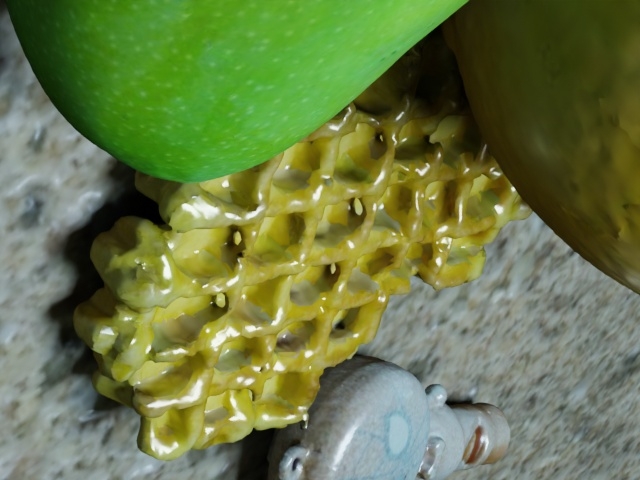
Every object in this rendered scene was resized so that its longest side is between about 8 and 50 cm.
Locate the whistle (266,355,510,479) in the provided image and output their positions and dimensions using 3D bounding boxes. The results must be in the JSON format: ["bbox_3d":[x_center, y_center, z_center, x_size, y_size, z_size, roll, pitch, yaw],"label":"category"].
[{"bbox_3d":[0.038,0.113,1.028,0.220,0.057,0.107,0,109,-55],"label":"whistle"}]

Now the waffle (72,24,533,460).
[{"bbox_3d":[-0.001,-0.001,0.866,0.253,0.056,0.249,-53,146,2],"label":"waffle"}]

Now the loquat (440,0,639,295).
[{"bbox_3d":[0.194,-0.125,0.751,0.328,0.359,0.328,-43,-171,8],"label":"loquat"}]

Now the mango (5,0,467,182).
[{"bbox_3d":[0.025,-0.182,0.583,0.225,0.201,0.382,-6,131,-57],"label":"mango"}]
